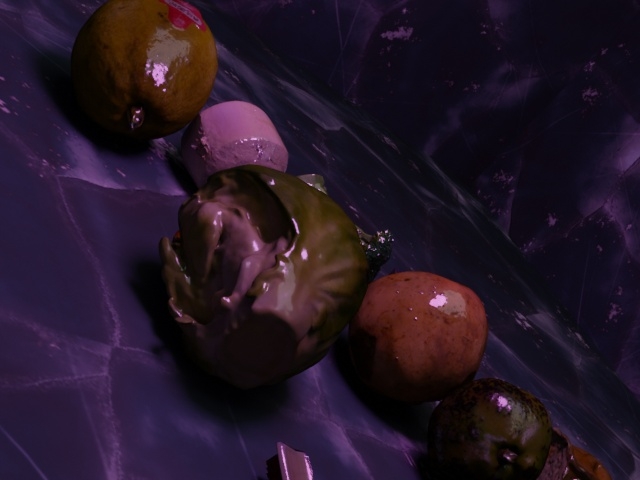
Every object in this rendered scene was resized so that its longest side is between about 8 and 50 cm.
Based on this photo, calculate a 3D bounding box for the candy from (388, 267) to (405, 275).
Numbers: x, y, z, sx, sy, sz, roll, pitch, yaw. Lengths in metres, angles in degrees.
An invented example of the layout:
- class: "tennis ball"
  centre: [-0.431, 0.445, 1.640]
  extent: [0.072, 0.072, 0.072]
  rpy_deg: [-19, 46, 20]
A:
- class: "candy"
  centre: [0.281, 0.153, 2.575]
  extent: [0.312, 0.061, 0.088]
  rpy_deg: [26, 22, -46]

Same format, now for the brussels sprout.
- class: "brussels sprout"
  centre: [-0.076, 0.061, 1.579]
  extent: [0.315, 0.276, 0.371]
  rpy_deg: [42, 30, -35]

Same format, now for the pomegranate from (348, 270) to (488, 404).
- class: "pomegranate"
  centre: [0.185, 0.186, 1.917]
  extent: [0.281, 0.281, 0.281]
  rpy_deg: [39, 17, -14]

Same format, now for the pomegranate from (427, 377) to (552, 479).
- class: "pomegranate"
  centre: [0.296, 0.373, 1.818]
  extent: [0.222, 0.276, 0.204]
  rpy_deg: [0, 60, -10]

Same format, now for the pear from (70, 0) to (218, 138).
- class: "pear"
  centre: [-0.349, -0.325, 1.962]
  extent: [0.287, 0.287, 0.375]
  rpy_deg: [34, 32, -27]

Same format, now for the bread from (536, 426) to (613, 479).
- class: "bread"
  centre: [0.507, 0.528, 1.929]
  extent: [0.252, 0.238, 0.196]
  rpy_deg: [35, -20, -8]

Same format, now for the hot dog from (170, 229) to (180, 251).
- class: "hot dog"
  centre: [-0.159, 0.055, 1.787]
  extent: [0.269, 0.072, 0.115]
  rpy_deg: [30, 21, -33]

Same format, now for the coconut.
- class: "coconut"
  centre: [-0.188, -0.185, 2.092]
  extent: [0.224, 0.224, 0.234]
  rpy_deg: [17, 32, -56]

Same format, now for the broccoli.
- class: "broccoli"
  centre: [0.000, 0.000, 1.980]
  extent: [0.254, 0.269, 0.269]
  rpy_deg: [-10, 48, -32]

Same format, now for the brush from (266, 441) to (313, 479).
- class: "brush"
  centre: [-0.020, 0.407, 1.292]
  extent: [0.060, 0.050, 0.321]
  rpy_deg: [33, 26, -37]
